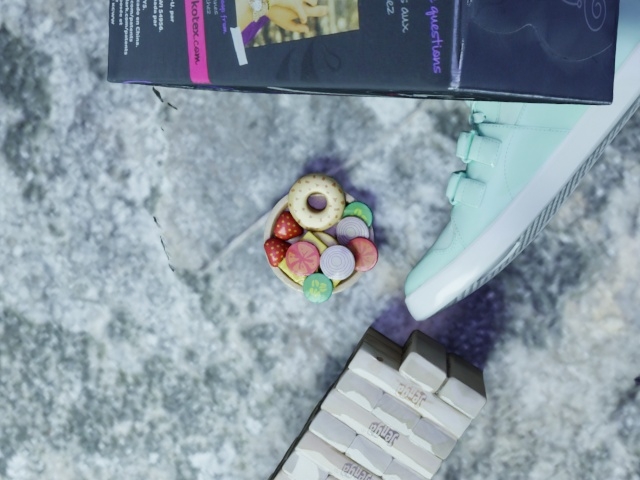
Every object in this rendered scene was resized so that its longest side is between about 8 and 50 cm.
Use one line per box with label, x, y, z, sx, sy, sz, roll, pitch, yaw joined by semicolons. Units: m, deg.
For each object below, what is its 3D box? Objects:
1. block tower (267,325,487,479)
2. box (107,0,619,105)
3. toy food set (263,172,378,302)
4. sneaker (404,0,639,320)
block tower;-0.012;0.214;0.809;0.091;0.097;0.335;33;98;3
box;0.019;-0.156;0.669;0.270;0.165;0.143;9;99;41
toy food set;0.000;0.000;0.818;0.082;0.020;0.083;41;100;2
sneaker;0.104;-0.077;0.766;0.151;0.094;0.256;40;105;13
